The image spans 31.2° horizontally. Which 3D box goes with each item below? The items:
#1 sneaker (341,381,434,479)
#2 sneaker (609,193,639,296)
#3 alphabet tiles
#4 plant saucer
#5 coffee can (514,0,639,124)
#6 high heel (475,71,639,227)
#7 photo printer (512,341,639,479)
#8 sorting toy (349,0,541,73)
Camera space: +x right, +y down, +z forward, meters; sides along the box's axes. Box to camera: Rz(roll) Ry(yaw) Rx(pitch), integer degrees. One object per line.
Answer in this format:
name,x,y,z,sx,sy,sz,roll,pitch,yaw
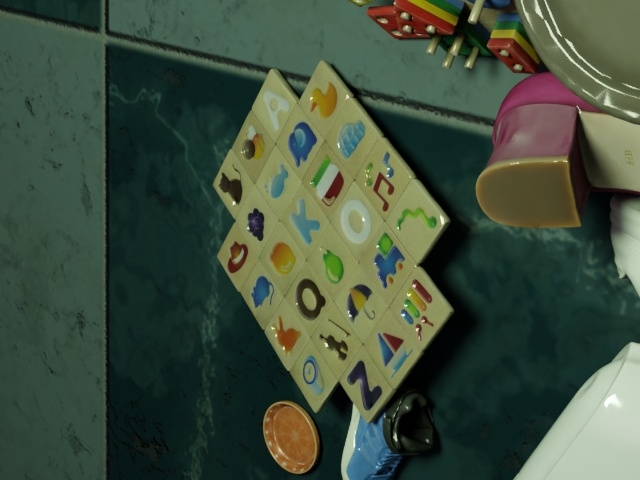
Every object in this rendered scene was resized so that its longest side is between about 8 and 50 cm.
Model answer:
sneaker,0.071,0.210,1.150,0.084,0.058,0.152,22,110,48
sneaker,0.283,0.040,0.854,0.212,0.080,0.094,-118,26,-62
alphabet tiles,0.000,0.000,1.158,0.342,0.011,0.285,55,133,30
plant saucer,-0.031,0.220,1.284,0.083,0.013,0.084,15,112,41
coffee can,0.273,-0.185,0.690,0.201,0.275,0.202,14,111,42
high heel,0.308,-0.081,0.836,0.377,0.181,0.127,6,127,21
photo printer,0.272,0.239,0.886,0.256,0.107,0.308,33,124,8
sorting toy,0.113,-0.184,0.946,0.274,0.132,0.046,11,75,42
